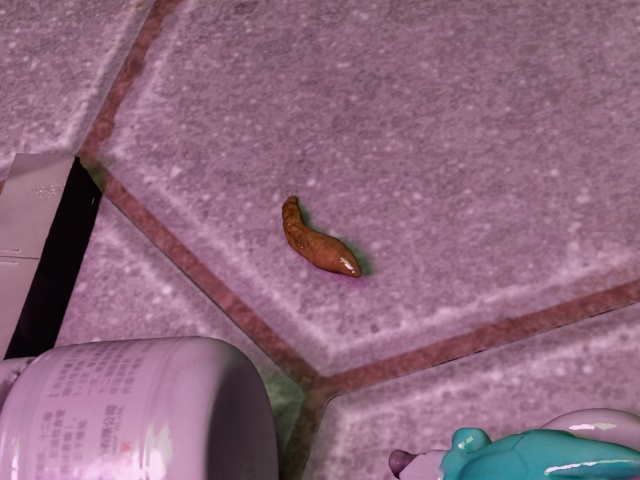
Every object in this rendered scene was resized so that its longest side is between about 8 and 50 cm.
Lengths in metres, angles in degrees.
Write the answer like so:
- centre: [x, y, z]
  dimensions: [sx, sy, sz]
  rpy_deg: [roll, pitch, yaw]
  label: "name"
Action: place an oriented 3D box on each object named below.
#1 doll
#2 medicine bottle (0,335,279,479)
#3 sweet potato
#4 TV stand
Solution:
- centre: [0.188, 0.211, 1.038]
  dimensions: [0.258, 0.153, 0.195]
  rpy_deg: [31, 89, 50]
  label: "doll"
- centre: [-0.211, 0.213, 1.085]
  dimensions: [0.306, 0.245, 0.245]
  rpy_deg: [-5, 58, 15]
  label: "medicine bottle"
- centre: [-0.006, 0.002, 1.280]
  dimensions: [0.041, 0.038, 0.153]
  rpy_deg: [-22, 43, -24]
  label: "sweet potato"
- centre: [-0.323, 0.037, 1.325]
  dimensions: [0.083, 0.088, 0.269]
  rpy_deg: [2, 60, 18]
  label: "TV stand"
